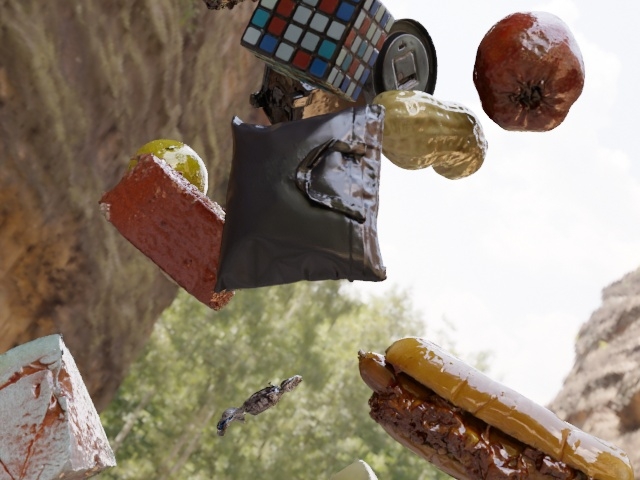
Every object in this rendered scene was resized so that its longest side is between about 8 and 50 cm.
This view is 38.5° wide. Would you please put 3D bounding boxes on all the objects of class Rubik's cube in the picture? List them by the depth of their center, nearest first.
[{"bbox_3d":[-0.001,-0.373,1.627,0.187,0.184,0.182,26,3,19],"label":"Rubik's cube"}]

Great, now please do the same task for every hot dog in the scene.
[{"bbox_3d":[0.130,0.161,0.746,0.249,0.076,0.102,29,-53,21],"label":"hot dog"}]

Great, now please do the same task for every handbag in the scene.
[{"bbox_3d":[-0.020,-0.055,1.135,0.211,0.254,0.089,-3,-27,11],"label":"handbag"}]

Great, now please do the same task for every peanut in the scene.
[{"bbox_3d":[0.203,-0.188,1.660,0.305,0.147,0.147,6,8,-42],"label":"peanut"}]

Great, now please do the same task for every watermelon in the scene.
[{"bbox_3d":[-0.389,0.300,1.269,0.201,0.213,0.262,44,-22,52],"label":"watermelon"}]

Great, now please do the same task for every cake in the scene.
[{"bbox_3d":[-0.226,-0.012,1.488,0.283,0.151,0.177,45,4,-11],"label":"cake"}]

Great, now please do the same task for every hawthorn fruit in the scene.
[{"bbox_3d":[0.367,-0.308,1.618,0.205,0.253,0.205,7,-54,9],"label":"hawthorn fruit"}]

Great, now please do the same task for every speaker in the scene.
[{"bbox_3d":[-0.002,-0.333,2.003,0.184,0.254,0.232,60,-24,25],"label":"speaker"}]

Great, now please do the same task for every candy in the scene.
[{"bbox_3d":[-0.139,0.366,2.048,0.051,0.226,0.094,55,11,-3],"label":"candy"}]

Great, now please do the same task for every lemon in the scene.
[{"bbox_3d":[-0.316,-0.121,1.893,0.173,0.173,0.206,41,-3,-29],"label":"lemon"}]

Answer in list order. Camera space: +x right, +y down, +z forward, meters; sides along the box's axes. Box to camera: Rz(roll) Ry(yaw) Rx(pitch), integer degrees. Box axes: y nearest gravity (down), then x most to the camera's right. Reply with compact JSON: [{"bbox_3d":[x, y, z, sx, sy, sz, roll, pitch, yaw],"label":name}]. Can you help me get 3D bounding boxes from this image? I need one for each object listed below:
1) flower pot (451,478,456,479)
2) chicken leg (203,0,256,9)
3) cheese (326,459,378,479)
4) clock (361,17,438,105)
[{"bbox_3d":[0.248,0.385,1.046,0.259,0.290,0.290,31,-10,-35],"label":"flower pot"},{"bbox_3d":[-0.090,-0.387,1.321,0.205,0.053,0.093,-19,-17,40],"label":"chicken leg"},{"bbox_3d":[0.108,0.576,1.747,0.266,0.123,0.242,61,-8,1],"label":"cheese"},{"bbox_3d":[0.163,-0.350,1.896,0.042,0.215,0.215,13,-24,43],"label":"clock"}]
